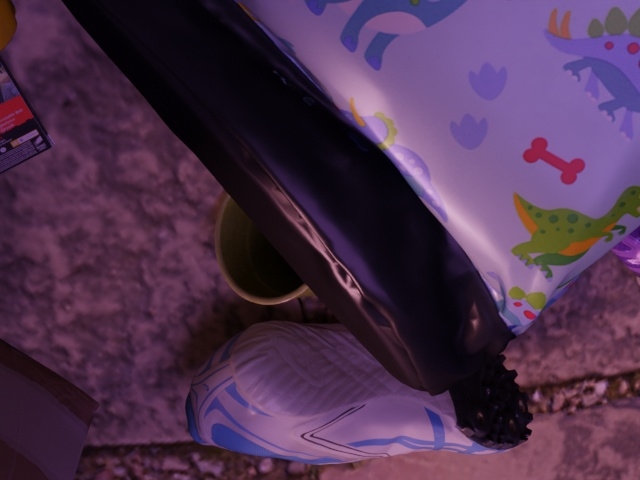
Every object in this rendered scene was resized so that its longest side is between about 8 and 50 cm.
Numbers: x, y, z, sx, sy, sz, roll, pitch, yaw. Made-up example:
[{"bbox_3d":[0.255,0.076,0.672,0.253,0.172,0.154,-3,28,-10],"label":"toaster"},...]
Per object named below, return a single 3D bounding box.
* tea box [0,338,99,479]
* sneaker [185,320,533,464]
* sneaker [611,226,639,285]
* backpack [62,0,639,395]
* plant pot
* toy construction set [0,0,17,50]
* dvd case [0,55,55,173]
[{"bbox_3d":[-0.322,0.143,0.767,0.329,0.220,0.323,34,112,-12],"label":"tea box"},{"bbox_3d":[0.026,0.093,1.097,0.237,0.085,0.086,8,150,-37],"label":"sneaker"},{"bbox_3d":[0.212,0.005,1.111,0.068,0.071,0.170,-39,134,9],"label":"sneaker"},{"bbox_3d":[0.097,-0.143,0.747,0.355,0.273,0.290,-41,104,-6],"label":"backpack"},{"bbox_3d":[0.000,0.000,1.000,0.083,0.083,0.079,-49,144,18],"label":"plant pot"},{"bbox_3d":[-0.197,-0.090,0.669,0.257,0.309,0.237,-1,144,5],"label":"toy construction set"},{"bbox_3d":[-0.189,-0.067,0.883,0.087,0.013,0.119,-28,137,-2],"label":"dvd case"}]
